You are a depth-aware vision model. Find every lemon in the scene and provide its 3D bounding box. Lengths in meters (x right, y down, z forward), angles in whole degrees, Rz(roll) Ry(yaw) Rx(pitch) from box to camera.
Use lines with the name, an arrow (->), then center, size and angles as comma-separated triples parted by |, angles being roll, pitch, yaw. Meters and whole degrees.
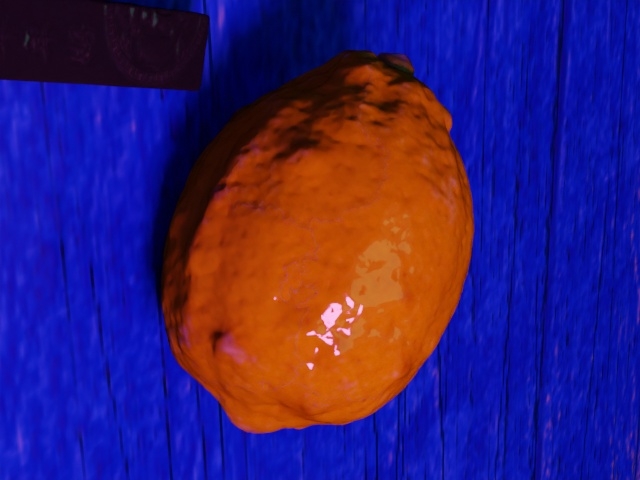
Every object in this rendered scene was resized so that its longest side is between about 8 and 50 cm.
lemon -> 0.000, 0.000, 0.632 | 0.114, 0.114, 0.155 | 33, 75, -56

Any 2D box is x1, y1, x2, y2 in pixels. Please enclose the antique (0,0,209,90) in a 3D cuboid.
antique -> -0.101, -0.067, 0.540 | 0.192, 0.015, 0.031 | -4, 107, -56
